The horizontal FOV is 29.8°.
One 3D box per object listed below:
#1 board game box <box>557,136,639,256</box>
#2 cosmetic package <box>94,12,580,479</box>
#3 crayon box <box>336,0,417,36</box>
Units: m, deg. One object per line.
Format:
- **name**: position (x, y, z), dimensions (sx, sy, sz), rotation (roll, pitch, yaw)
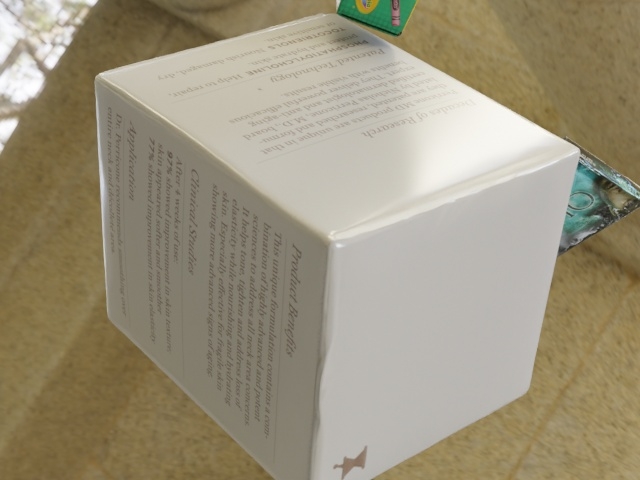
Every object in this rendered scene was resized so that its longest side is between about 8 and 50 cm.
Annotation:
- **board game box**: position (0.263, -0.037, 1.390), dimensions (0.186, 0.126, 0.026), rotation (-38, -149, 45)
- **cosmetic package**: position (0.000, 0.000, 1.290), dimensions (0.393, 0.327, 0.329), rotation (37, -45, 39)
- **crayon box**: position (0.102, -0.383, 1.294), dimensions (0.165, 0.081, 0.278), rotation (-87, -161, -53)
